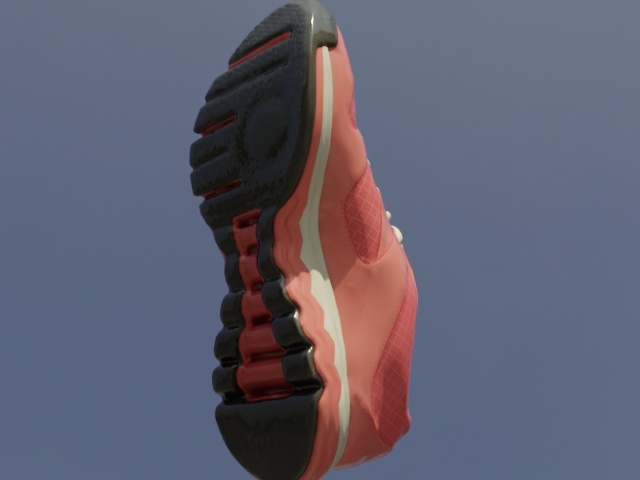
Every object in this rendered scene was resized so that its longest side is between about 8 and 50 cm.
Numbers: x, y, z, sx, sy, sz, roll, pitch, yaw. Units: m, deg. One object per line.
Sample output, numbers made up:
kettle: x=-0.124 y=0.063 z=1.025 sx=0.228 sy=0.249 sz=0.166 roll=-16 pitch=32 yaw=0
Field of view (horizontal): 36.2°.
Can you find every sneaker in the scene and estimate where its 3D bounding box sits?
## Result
sneaker: x=0.000 y=0.000 z=0.653 sx=0.116 sy=0.314 sz=0.136 roll=-11 pitch=-13 yaw=43
